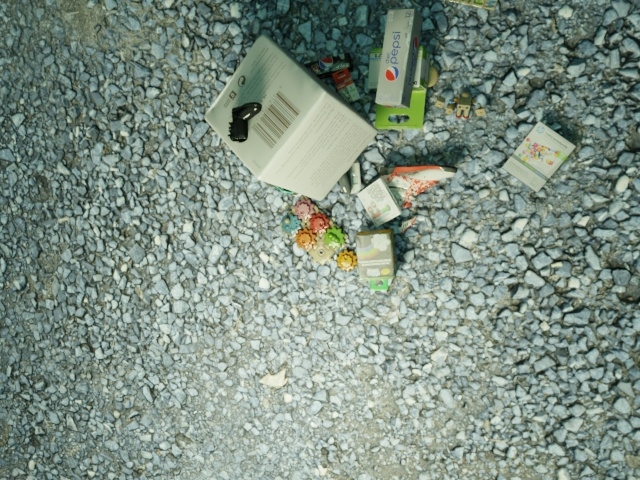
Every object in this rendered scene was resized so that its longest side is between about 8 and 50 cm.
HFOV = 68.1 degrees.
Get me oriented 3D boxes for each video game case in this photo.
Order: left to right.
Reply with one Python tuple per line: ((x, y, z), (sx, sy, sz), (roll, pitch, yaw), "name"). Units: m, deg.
((0.209, -0.134, 1.692), (0.143, 0.019, 0.157), (60, 149, 1), "video game case")

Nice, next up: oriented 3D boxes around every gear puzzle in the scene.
((0.000, 0.000, 1.798), (0.339, 0.044, 0.175), (43, 105, 6), "gear puzzle")

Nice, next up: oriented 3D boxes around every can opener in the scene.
((0.098, -0.308, 1.710), (0.075, 0.095, 0.284), (-4, 96, 15), "can opener")

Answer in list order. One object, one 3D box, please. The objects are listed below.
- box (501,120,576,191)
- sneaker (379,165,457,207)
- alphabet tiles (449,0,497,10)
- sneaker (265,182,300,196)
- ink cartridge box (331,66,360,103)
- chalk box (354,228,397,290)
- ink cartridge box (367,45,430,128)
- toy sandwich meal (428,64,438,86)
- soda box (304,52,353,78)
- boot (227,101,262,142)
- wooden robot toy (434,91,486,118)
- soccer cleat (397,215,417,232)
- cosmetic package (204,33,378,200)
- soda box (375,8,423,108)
((0.725, -0.278, 1.583), (0.145, 0.038, 0.186), (38, 103, 7), "box")
((0.342, -0.189, 1.667), (0.269, 0.090, 0.145), (1, 98, 18), "sneaker")
((0.520, -0.907, 1.575), (0.198, 0.009, 0.238), (18, 101, 12), "alphabet tiles")
((-0.149, -0.216, 1.795), (0.166, 0.076, 0.065), (21, 100, 11), "sneaker")
((0.091, -0.549, 1.689), (0.062, 0.029, 0.115), (-21, 124, 16), "ink cartridge box")
((0.205, 0.072, 1.712), (0.132, 0.132, 0.213), (-4, 97, 14), "chalk box")
((0.264, -0.518, 1.625), (0.188, 0.097, 0.256), (7, 98, 27), "ink cartridge box")
((0.367, -0.568, 1.646), (0.085, 0.029, 0.086), (1, 96, 11), "toy sandwich meal")
((0.030, -0.623, 1.708), (0.168, 0.060, 0.053), (-9, 91, 15), "soda box")
((-0.219, -0.340, 1.374), (0.121, 0.045, 0.099), (-3, 81, 36), "boot")
((0.483, -0.472, 1.621), (0.173, 0.076, 0.079), (11, 64, 13), "wooden robot toy")
((0.315, -0.063, 1.719), (0.035, 0.029, 0.083), (43, 109, 2), "soccer cleat")
((-0.086, -0.378, 1.555), (0.329, 0.393, 0.327), (-49, 65, 15), "cosmetic package")
((0.251, -0.575, 1.514), (0.091, 0.098, 0.287), (12, 102, 27), "soda box")
